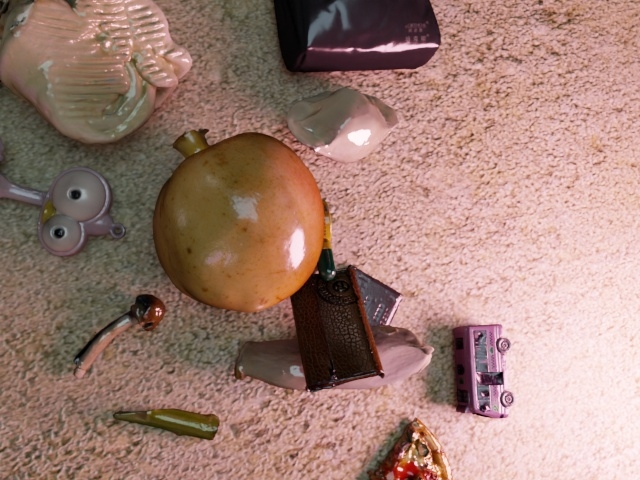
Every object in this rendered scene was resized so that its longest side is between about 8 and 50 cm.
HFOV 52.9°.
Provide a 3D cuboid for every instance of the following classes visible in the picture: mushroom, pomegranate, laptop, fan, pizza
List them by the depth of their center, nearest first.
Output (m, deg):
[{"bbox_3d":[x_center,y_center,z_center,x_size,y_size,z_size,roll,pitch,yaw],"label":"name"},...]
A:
[{"bbox_3d":[-0.136,-0.043,1.061,0.319,0.319,0.319,2,82,-15],"label":"pomegranate"},{"bbox_3d":[-0.346,0.162,1.101,0.187,0.061,0.060,-38,80,-5],"label":"mushroom"},{"bbox_3d":[0.022,0.212,1.147,0.351,0.097,0.109,-4,47,-9],"label":"mushroom"},{"bbox_3d":[0.000,0.000,1.185,0.039,0.082,0.155,-6,67,-11],"label":"fan"},{"bbox_3d":[0.162,0.457,1.193,0.193,0.053,0.201,-25,90,-17],"label":"pizza"},{"bbox_3d":[0.070,0.153,1.230,0.129,0.016,0.180,29,77,-9],"label":"laptop"}]

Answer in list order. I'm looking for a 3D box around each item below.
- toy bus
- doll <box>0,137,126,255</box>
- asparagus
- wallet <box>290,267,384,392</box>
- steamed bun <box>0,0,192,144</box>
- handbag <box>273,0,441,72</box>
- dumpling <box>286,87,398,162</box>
[{"bbox_3d":[0.310,0.253,1.247,0.098,0.087,0.178,1,79,-13],"label":"toy bus"},{"bbox_3d":[-0.500,-0.077,1.065,0.365,0.094,0.160,20,81,-11],"label":"doll"},{"bbox_3d":[-0.264,0.306,1.104,0.178,0.041,0.045,16,123,-12],"label":"asparagus"},{"bbox_3d":[0.021,0.145,1.125,0.132,0.039,0.243,-9,43,-4],"label":"wallet"},{"bbox_3d":[-0.395,-0.308,1.081,0.268,0.207,0.280,-46,122,-16],"label":"steamed bun"},{"bbox_3d":[0.068,-0.469,1.230,0.301,0.178,0.275,-7,85,-16],"label":"handbag"},{"bbox_3d":[0.038,-0.234,1.232,0.215,0.126,0.166,-33,65,-8],"label":"dumpling"}]
